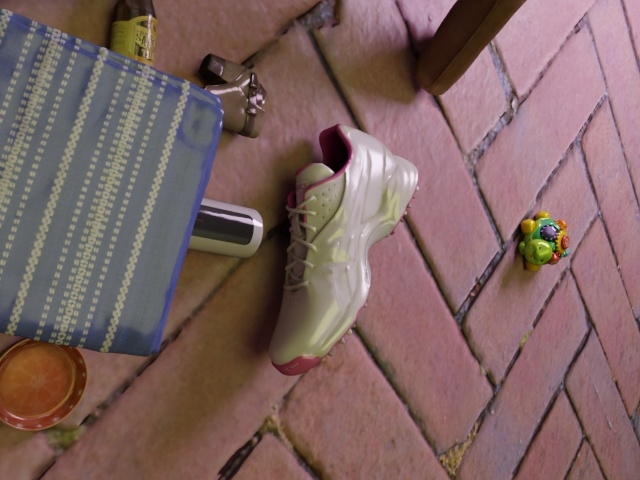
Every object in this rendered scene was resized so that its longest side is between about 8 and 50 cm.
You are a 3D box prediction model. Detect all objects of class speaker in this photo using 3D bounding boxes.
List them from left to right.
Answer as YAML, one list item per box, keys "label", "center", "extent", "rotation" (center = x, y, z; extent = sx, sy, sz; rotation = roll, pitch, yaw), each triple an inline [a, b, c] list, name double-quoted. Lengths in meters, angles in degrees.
- label: "speaker"
  center: [-0.127, -0.017, 0.614]
  extent: [0.136, 0.055, 0.055]
  rotation: [13, 84, -41]

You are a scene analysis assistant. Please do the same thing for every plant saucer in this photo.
- label: "plant saucer"
  center: [-0.246, 0.123, 0.542]
  extent: [0.084, 0.013, 0.083]
  rotation: [-3, 95, -41]

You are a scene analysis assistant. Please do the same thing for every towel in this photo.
- label: "towel"
  center: [-0.253, -0.056, 0.478]
  extent: [0.336, 0.040, 0.243]
  rotation: [18, 82, -28]

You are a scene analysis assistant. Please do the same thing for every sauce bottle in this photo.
- label: "sauce bottle"
  center: [-0.172, -0.192, 0.571]
  extent: [0.042, 0.042, 0.128]
  rotation: [4, 91, -42]

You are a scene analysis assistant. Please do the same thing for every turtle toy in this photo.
- label: "turtle toy"
  center: [0.385, 0.007, 1.066]
  extent: [0.130, 0.066, 0.095]
  rotation: [-23, 108, -39]

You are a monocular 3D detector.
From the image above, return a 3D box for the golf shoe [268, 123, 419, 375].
- label: "golf shoe"
  center: [0.000, 0.000, 0.706]
  extent: [0.140, 0.115, 0.306]
  rotation: [40, 60, -25]

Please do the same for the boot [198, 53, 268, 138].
- label: "boot"
  center: [-0.098, -0.132, 0.642]
  extent: [0.087, 0.042, 0.118]
  rotation: [34, 71, -40]

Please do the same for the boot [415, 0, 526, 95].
- label: "boot"
  center: [0.235, -0.338, 0.784]
  extent: [0.089, 0.269, 0.236]
  rotation: [40, 66, 0]
